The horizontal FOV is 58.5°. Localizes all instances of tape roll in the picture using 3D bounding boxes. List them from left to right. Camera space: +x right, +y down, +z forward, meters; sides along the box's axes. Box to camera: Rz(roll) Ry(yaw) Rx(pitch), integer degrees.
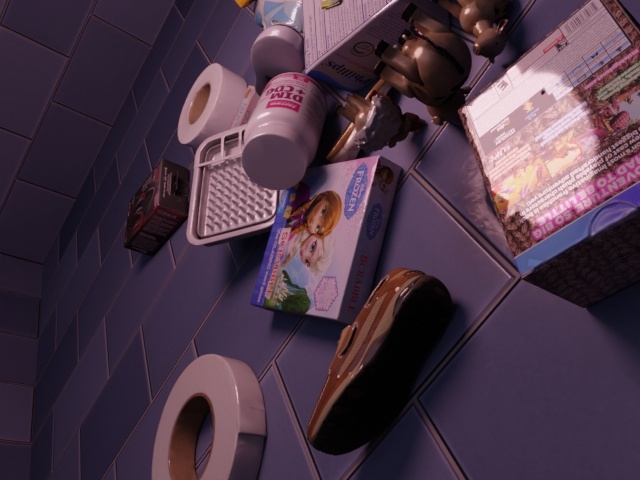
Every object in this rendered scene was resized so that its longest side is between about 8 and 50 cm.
[{"bbox_3d":[-0.258,0.450,1.271,0.392,0.072,0.392,-31,48,43],"label":"tape roll"},{"bbox_3d":[-0.355,-0.427,1.862,0.286,0.100,0.286,-31,49,43],"label":"tape roll"}]

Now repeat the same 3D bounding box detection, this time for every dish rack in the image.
[{"bbox_3d":[-0.195,-0.141,1.444,0.285,0.072,0.333,-13,58,23],"label":"dish rack"}]

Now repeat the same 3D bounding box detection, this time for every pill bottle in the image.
[{"bbox_3d":[-0.077,-0.241,1.251,0.160,0.160,0.283,-43,22,33],"label":"pill bottle"}]

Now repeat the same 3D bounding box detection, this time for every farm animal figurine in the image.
[{"bbox_3d":[0.198,-0.283,0.943,0.330,0.172,0.327,-55,-5,19],"label":"farm animal figurine"}]

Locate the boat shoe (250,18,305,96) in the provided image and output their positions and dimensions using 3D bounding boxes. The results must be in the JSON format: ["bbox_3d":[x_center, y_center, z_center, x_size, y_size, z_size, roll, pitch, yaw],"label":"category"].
[{"bbox_3d":[-0.078,-0.464,1.408,0.367,0.136,0.156,125,170,-80],"label":"boat shoe"}]

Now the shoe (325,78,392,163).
[{"bbox_3d":[0.094,-0.246,1.189,0.219,0.058,0.076,-55,5,12],"label":"shoe"}]

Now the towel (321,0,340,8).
[{"bbox_3d":[0.027,-0.518,1.163,0.060,0.009,0.083,8,88,51],"label":"towel"}]

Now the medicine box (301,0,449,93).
[{"bbox_3d":[0.100,-0.503,1.196,0.289,0.149,0.263,-24,63,47],"label":"medicine box"}]

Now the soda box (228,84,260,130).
[{"bbox_3d":[-0.209,-0.350,1.650,0.058,0.063,0.183,35,102,55],"label":"soda box"}]

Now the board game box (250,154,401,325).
[{"bbox_3d":[0.000,0.000,1.163,0.318,0.066,0.319,-1,70,54],"label":"board game box"}]

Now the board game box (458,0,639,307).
[{"bbox_3d":[0.333,-0.109,0.696,0.232,0.141,0.291,-39,44,36],"label":"board game box"}]

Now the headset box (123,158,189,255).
[{"bbox_3d":[-0.553,-0.120,1.956,0.293,0.110,0.218,-40,42,35],"label":"headset box"}]

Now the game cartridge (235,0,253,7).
[{"bbox_3d":[-0.089,-0.814,1.642,0.323,0.053,0.285,-29,19,45],"label":"game cartridge"}]

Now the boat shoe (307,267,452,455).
[{"bbox_3d":[0.084,0.187,0.914,0.324,0.122,0.120,-56,30,3],"label":"boat shoe"}]

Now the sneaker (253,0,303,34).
[{"bbox_3d":[-0.133,-0.588,1.623,0.319,0.127,0.208,24,90,57],"label":"sneaker"}]
